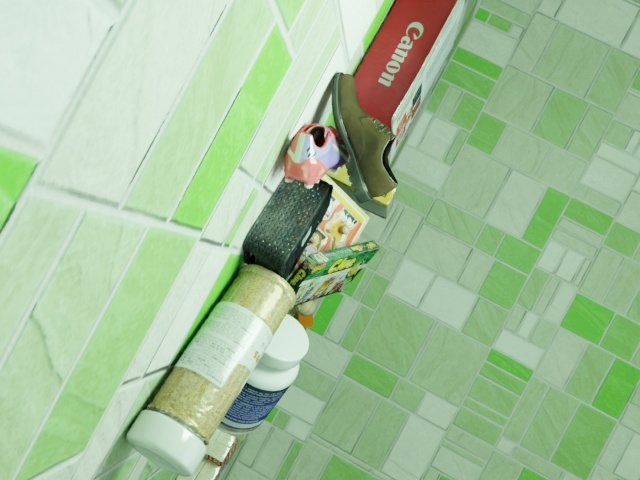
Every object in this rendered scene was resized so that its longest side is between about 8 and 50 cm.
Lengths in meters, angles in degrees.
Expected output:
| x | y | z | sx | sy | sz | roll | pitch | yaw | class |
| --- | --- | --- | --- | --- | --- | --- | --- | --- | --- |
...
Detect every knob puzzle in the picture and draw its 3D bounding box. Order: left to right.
| x | y | z | sx | sy | sz | roll | pitch | yaw | class |
| --- | --- | --- | --- | --- | --- | --- | --- | --- | --- |
| 0.005 | -0.018 | 1.396 | 0.030 | 0.213 | 0.213 | 10 | -114 | 53 | knob puzzle |

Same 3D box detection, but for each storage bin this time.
| x | y | z | sx | sy | sz | roll | pitch | yaw | class |
| --- | --- | --- | --- | --- | --- | --- | --- | --- | --- |
| -0.057 | -0.028 | 1.235 | 0.180 | 0.084 | 0.122 | -60 | 173 | -21 | storage bin |

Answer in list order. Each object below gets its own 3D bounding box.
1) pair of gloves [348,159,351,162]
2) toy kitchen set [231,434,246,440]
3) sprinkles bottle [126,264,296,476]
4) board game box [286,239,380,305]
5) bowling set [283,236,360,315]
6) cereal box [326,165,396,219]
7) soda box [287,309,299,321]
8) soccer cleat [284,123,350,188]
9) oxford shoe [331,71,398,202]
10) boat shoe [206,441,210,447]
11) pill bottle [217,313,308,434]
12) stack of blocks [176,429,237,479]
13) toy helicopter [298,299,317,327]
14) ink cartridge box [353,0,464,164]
| x | y | z | sx | sy | sz | roll | pitch | yaw | class |
| --- | --- | --- | --- | --- | --- | --- | --- | --- | --- |
| 0.136 | -0.284 | 1.860 | 0.240 | 0.042 | 0.204 | -61 | 177 | 5 | pair of gloves |
| -0.174 | 0.341 | 1.672 | 0.207 | 0.122 | 0.166 | -64 | 173 | 17 | toy kitchen set |
| -0.172 | 0.206 | 1.147 | 0.355 | 0.121 | 0.121 | -59 | 173 | -31 | sprinkles bottle |
| 0.015 | 0.066 | 1.368 | 0.136 | 0.030 | 0.260 | -54 | 159 | 25 | board game box |
| -0.046 | 0.089 | 1.489 | 0.200 | 0.154 | 0.287 | -53 | 168 | -55 | bowling set |
| 0.084 | -0.118 | 1.565 | 0.047 | 0.173 | 0.240 | -63 | 174 | -3 | cereal box |
| -0.106 | 0.258 | 2.114 | 0.181 | 0.061 | 0.058 | -55 | 170 | -46 | soda box |
| 0.004 | -0.166 | 1.185 | 0.248 | 0.083 | 0.095 | -49 | 155 | -61 | soccer cleat |
| 0.081 | -0.186 | 1.185 | 0.096 | 0.227 | 0.083 | -17 | -179 | 20 | oxford shoe |
| -0.259 | 0.363 | 1.379 | 0.081 | 0.079 | 0.227 | -20 | 141 | -53 | boat shoe |
| -0.135 | 0.269 | 1.411 | 0.264 | 0.153 | 0.153 | -57 | 178 | 37 | pill bottle |
| -0.298 | 0.586 | 1.875 | 0.297 | 0.087 | 0.171 | -58 | 172 | -32 | stack of blocks |
| 0.006 | 0.119 | 2.113 | 0.234 | 0.140 | 0.355 | -62 | 176 | 17 | toy helicopter |
| 0.159 | -0.347 | 1.386 | 0.309 | 0.130 | 0.272 | -61 | 172 | -8 | ink cartridge box |
